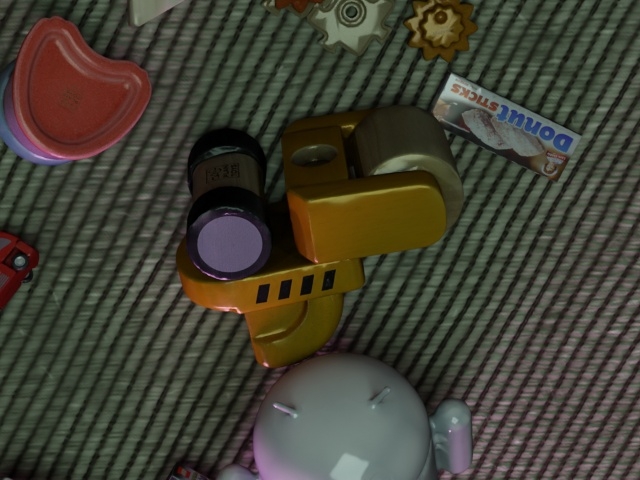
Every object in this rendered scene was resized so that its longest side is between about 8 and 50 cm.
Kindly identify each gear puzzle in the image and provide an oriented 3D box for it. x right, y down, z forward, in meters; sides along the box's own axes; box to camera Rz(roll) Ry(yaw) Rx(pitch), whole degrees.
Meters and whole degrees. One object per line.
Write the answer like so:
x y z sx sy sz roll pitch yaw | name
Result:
0.031 -0.301 1.804 0.339 0.044 0.175 33 100 -15 | gear puzzle

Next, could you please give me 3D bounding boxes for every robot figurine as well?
0.032 0.260 1.843 0.299 0.200 0.353 -18 147 -4 | robot figurine

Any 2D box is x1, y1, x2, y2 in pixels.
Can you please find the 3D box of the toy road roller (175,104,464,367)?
0.000 0.000 1.819 0.329 0.202 0.241 -11 120 2 | toy road roller

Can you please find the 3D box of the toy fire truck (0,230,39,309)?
-0.428 0.055 1.828 0.135 0.047 0.192 32 70 10 | toy fire truck

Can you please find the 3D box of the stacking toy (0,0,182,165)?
-0.319 -0.251 1.773 0.309 0.130 0.279 41 72 -19 | stacking toy

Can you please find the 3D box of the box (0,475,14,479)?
-0.341 0.395 1.899 0.181 0.119 0.182 28 74 -14 | box

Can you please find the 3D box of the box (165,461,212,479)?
-0.177 0.380 1.956 0.114 0.036 0.207 30 110 -5 | box

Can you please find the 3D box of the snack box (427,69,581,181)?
0.215 -0.134 1.889 0.178 0.022 0.064 24 101 -13 | snack box
